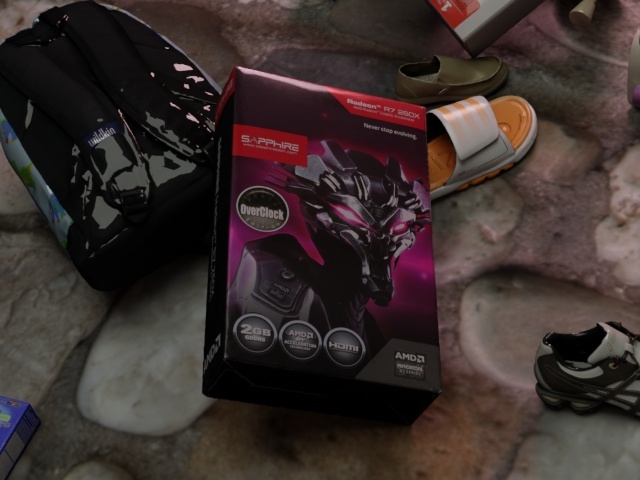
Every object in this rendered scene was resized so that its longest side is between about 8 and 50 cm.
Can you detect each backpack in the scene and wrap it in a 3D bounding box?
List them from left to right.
[{"bbox_3d":[-0.261,-0.133,1.633,0.290,0.273,0.355,-38,74,-16],"label":"backpack"}]

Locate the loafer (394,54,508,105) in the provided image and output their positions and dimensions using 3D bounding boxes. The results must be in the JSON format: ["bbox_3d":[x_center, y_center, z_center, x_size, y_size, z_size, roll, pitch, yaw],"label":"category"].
[{"bbox_3d":[0.163,-0.206,1.677,0.148,0.050,0.056,-13,46,7],"label":"loafer"}]

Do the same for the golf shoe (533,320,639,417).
[{"bbox_3d":[0.306,0.126,1.300,0.198,0.094,0.077,-2,48,15],"label":"golf shoe"}]

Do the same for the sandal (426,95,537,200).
[{"bbox_3d":[0.142,-0.106,1.576,0.265,0.076,0.102,-31,47,-10],"label":"sandal"}]

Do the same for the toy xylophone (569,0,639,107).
[{"bbox_3d":[0.457,-0.293,1.636,0.236,0.081,0.323,24,60,33],"label":"toy xylophone"}]

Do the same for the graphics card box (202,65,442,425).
[{"bbox_3d":[0.000,0.000,1.409,0.232,0.094,0.371,11,57,-16],"label":"graphics card box"}]

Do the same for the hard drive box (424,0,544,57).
[{"bbox_3d":[0.223,-0.377,1.680,0.232,0.089,0.181,-40,77,7],"label":"hard drive box"}]

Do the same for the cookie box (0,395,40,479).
[{"bbox_3d":[-0.377,0.224,1.474,0.091,0.040,0.107,9,53,25],"label":"cookie box"}]

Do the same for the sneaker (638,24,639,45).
[{"bbox_3d":[0.429,-0.184,1.470,0.104,0.236,0.095,-33,22,-35],"label":"sneaker"}]
